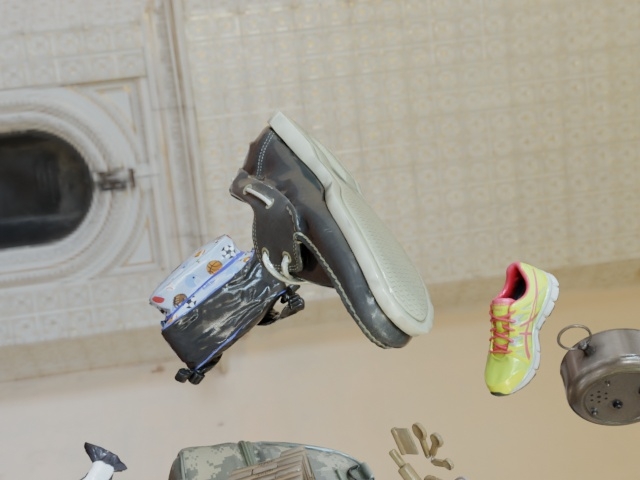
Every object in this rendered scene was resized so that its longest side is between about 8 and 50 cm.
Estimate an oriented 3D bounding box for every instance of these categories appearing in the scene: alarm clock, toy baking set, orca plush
[{"bbox_3d":[0.342,0.156,1.051,0.192,0.129,0.064,40,32,-26],"label":"alarm clock"},{"bbox_3d":[0.223,0.465,1.735,0.256,0.030,0.197,54,-30,15],"label":"toy baking set"},{"bbox_3d":[-0.445,0.460,1.459,0.151,0.102,0.287,42,44,-25],"label":"orca plush"}]

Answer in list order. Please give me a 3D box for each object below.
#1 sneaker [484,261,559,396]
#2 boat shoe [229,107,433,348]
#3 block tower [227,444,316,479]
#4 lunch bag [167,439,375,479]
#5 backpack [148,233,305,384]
[{"bbox_3d":[0.275,0.124,1.302,0.081,0.094,0.209,-6,-123,49],"label":"sneaker"},{"bbox_3d":[0.000,0.000,0.562,0.084,0.079,0.233,40,10,-37],"label":"boat shoe"},{"bbox_3d":[-0.049,0.302,0.864,0.335,0.097,0.091,-70,143,-86],"label":"block tower"},{"bbox_3d":[-0.071,0.412,1.169,0.212,0.256,0.305,-117,-147,-48],"label":"lunch bag"},{"bbox_3d":[-0.195,0.118,1.692,0.213,0.276,0.263,54,-7,3],"label":"backpack"}]
